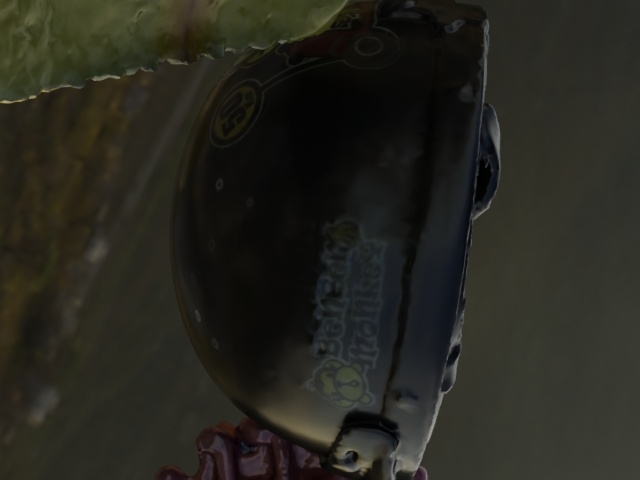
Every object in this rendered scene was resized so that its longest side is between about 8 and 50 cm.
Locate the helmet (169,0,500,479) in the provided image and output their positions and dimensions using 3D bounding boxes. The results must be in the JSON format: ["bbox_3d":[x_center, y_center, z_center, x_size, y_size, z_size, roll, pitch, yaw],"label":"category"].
[{"bbox_3d":[0.000,0.000,1.004,0.230,0.160,0.279,-83,-174,-66],"label":"helmet"}]

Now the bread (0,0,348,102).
[{"bbox_3d":[-0.164,-0.246,0.825,0.233,0.362,0.245,-17,126,-43],"label":"bread"}]

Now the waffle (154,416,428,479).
[{"bbox_3d":[-0.010,0.214,1.155,0.221,0.234,0.055,-50,-175,6],"label":"waffle"}]
